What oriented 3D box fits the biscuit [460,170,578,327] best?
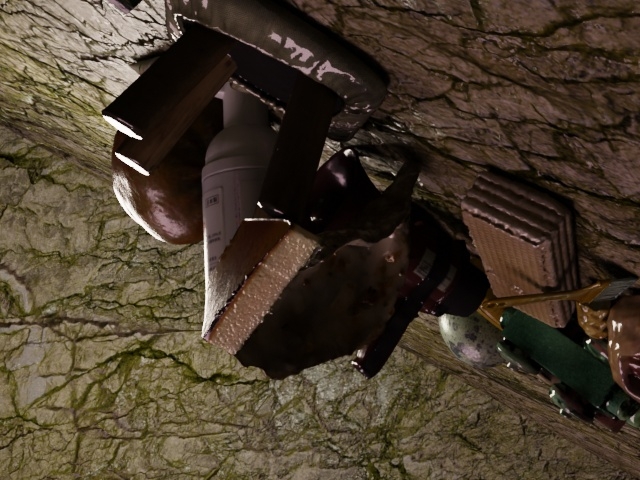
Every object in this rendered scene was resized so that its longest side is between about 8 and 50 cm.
[{"bbox_3d":[0.297,0.024,1.500,0.144,0.078,0.426,28,170,24],"label":"biscuit"}]

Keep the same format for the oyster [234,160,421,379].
[{"bbox_3d":[0.022,0.062,1.456,0.111,0.396,0.204,27,143,41],"label":"oyster"}]

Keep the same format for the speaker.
[{"bbox_3d":[0.103,0.050,1.627,0.329,0.259,0.198,37,142,-16],"label":"speaker"}]

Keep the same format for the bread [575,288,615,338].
[{"bbox_3d":[0.423,0.107,1.581,0.060,0.066,0.110,-16,144,8],"label":"bread"}]

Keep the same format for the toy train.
[{"bbox_3d":[0.441,0.214,1.746,0.221,0.150,0.304,29,-172,-41],"label":"toy train"}]

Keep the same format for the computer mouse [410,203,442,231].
[{"bbox_3d":[0.161,-0.001,1.800,0.122,0.073,0.217,21,168,43],"label":"computer mouse"}]

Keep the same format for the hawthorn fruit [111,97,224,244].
[{"bbox_3d":[-0.225,-0.130,1.753,0.267,0.268,0.301,37,175,-34],"label":"hawthorn fruit"}]

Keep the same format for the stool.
[{"bbox_3d":[-0.109,-0.164,1.330,0.310,0.226,0.310,31,169,-2],"label":"stool"}]

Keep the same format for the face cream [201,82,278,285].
[{"bbox_3d":[-0.106,-0.079,1.547,0.145,0.370,0.145,-3,167,-1],"label":"face cream"}]

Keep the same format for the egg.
[{"bbox_3d":[0.318,0.186,2.117,0.172,0.132,0.132,38,173,18],"label":"egg"}]

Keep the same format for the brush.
[{"bbox_3d":[0.331,0.079,1.448,0.218,0.010,0.082,-6,157,-11],"label":"brush"}]

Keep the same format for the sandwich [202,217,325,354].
[{"bbox_3d":[-0.074,0.020,1.256,0.058,0.193,0.162,29,-153,-20],"label":"sandwich"}]

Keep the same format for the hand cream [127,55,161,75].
[{"bbox_3d":[-0.285,-0.288,1.781,0.080,0.050,0.234,30,178,-18],"label":"hand cream"}]

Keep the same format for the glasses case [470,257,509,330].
[{"bbox_3d":[0.328,0.114,1.866,0.234,0.079,0.064,37,159,-35],"label":"glasses case"}]

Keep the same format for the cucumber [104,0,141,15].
[{"bbox_3d":[-0.294,-0.357,1.430,0.105,0.048,0.048,36,169,-17],"label":"cucumber"}]

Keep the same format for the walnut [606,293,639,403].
[{"bbox_3d":[0.506,0.185,1.523,0.238,0.141,0.204,35,174,-12],"label":"walnut"}]
